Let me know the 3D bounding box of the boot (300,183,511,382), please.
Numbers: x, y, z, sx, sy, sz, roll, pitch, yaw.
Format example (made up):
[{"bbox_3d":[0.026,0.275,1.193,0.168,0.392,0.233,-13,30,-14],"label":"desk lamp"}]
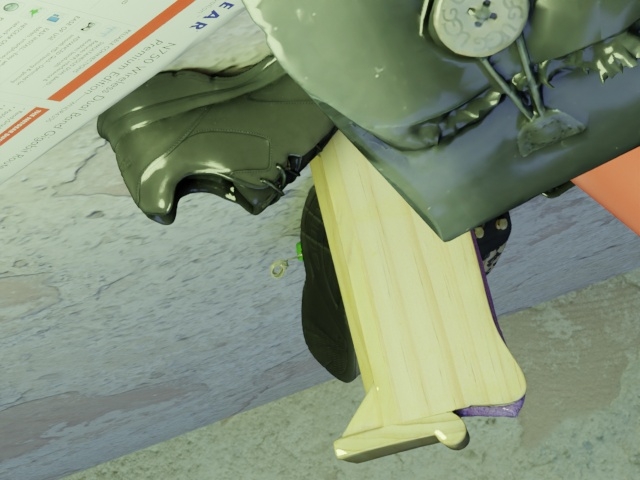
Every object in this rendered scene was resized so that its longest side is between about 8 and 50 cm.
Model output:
[{"bbox_3d":[0.119,-0.008,1.390,0.284,0.138,0.377,-30,143,-31],"label":"boot"}]

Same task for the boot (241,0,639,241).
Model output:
[{"bbox_3d":[0.144,-0.222,0.396,0.445,0.367,0.146,-22,-151,24],"label":"boot"}]

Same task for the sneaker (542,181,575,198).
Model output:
[{"bbox_3d":[0.194,-0.075,1.007,0.170,0.075,0.063,-6,126,16],"label":"sneaker"}]

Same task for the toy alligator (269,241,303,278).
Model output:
[{"bbox_3d":[0.000,0.000,1.445,0.189,0.056,0.051,-23,-148,-27],"label":"toy alligator"}]

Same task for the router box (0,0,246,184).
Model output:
[{"bbox_3d":[-0.218,-0.145,0.617,0.335,0.082,0.301,-28,163,30],"label":"router box"}]

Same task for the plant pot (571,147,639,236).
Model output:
[{"bbox_3d":[0.280,-0.130,0.851,0.275,0.243,0.275,-24,131,-31],"label":"plant pot"}]

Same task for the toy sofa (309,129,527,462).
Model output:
[{"bbox_3d":[0.069,0.023,1.032,0.177,0.363,0.150,-15,165,4],"label":"toy sofa"}]

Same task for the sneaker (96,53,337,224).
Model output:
[{"bbox_3d":[-0.040,-0.093,0.933,0.286,0.130,0.109,-19,163,-6],"label":"sneaker"}]
